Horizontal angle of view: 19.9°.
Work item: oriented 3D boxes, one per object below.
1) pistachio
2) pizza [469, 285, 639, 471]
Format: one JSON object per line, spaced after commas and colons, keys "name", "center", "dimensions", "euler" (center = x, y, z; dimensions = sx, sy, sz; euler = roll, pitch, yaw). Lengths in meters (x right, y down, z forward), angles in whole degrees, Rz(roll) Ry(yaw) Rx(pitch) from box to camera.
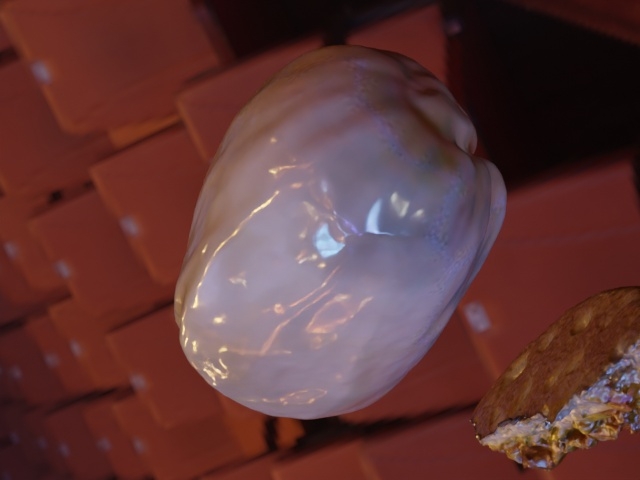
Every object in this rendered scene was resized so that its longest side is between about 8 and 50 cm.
{"name": "pistachio", "center": [0.000, 0.000, 0.763], "dimensions": [0.117, 0.145, 0.200], "euler": [65, 155, 21]}
{"name": "pizza", "center": [0.173, 0.090, 1.187], "dimensions": [0.058, 0.246, 0.127], "euler": [36, -128, -7]}
